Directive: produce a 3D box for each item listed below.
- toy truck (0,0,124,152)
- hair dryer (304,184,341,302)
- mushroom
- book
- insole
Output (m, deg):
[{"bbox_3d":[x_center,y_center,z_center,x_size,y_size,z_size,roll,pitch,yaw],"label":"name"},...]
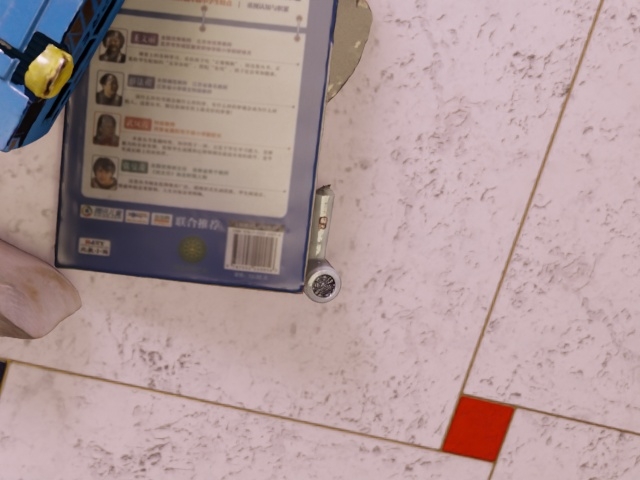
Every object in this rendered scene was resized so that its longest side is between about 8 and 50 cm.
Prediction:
[{"bbox_3d":[-0.275,-0.287,1.431,0.161,0.162,0.385,32,104,2],"label":"toy truck"},{"bbox_3d":[0.000,0.000,1.665,0.047,0.082,0.137,4,103,-17],"label":"hair dryer"},{"bbox_3d":[-0.390,0.028,1.562,0.108,0.096,0.247,-37,111,26],"label":"mushroom"},{"bbox_3d":[-0.141,-0.160,1.567,0.300,0.039,0.428,7,104,-3],"label":"book"},{"bbox_3d":[-0.019,-0.184,1.642,0.081,0.011,0.248,32,97,-19],"label":"insole"}]
